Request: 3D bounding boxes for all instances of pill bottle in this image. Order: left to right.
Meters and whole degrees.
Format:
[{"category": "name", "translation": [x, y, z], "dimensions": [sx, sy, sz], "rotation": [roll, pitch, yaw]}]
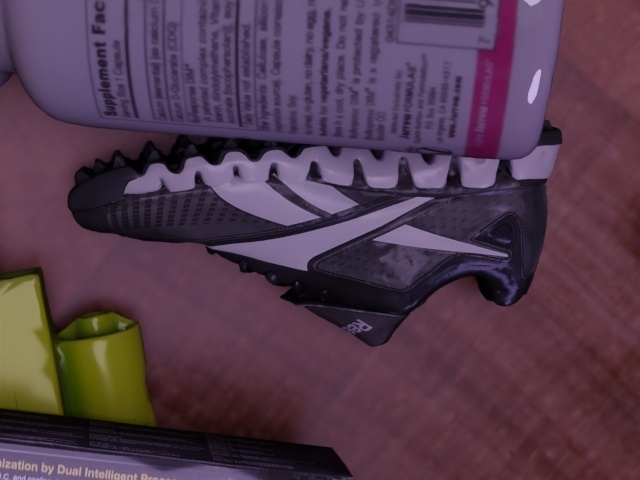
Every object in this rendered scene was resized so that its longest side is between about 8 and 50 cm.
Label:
[{"category": "pill bottle", "translation": [-0.042, -0.123, 0.693], "dimensions": [0.283, 0.160, 0.160], "rotation": [5, 95, 3]}]

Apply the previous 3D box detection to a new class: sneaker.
[{"category": "sneaker", "translation": [0.000, 0.000, 0.766], "dimensions": [0.234, 0.078, 0.106], "rotation": [-3, 98, -7]}]

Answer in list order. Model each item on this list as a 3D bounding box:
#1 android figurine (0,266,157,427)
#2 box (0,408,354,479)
[{"category": "android figurine", "translation": [-0.197, 0.111, 0.761], "dimensions": [0.248, 0.056, 0.273], "rotation": [-12, 97, -7]}, {"category": "box", "translation": [-0.154, 0.196, 0.707], "dimensions": [0.307, 0.076, 0.243], "rotation": [7, 93, -8]}]
